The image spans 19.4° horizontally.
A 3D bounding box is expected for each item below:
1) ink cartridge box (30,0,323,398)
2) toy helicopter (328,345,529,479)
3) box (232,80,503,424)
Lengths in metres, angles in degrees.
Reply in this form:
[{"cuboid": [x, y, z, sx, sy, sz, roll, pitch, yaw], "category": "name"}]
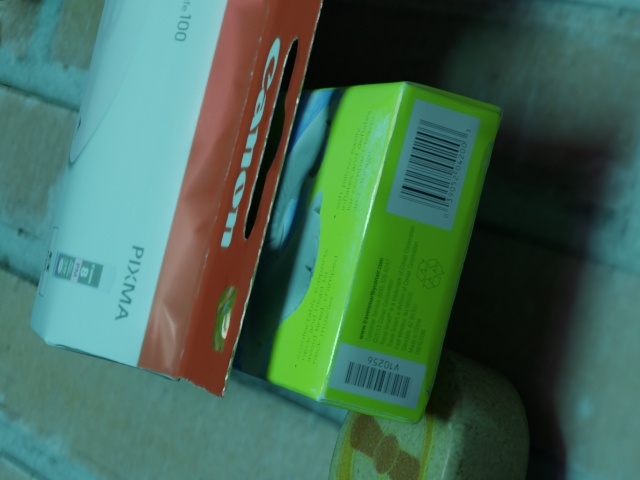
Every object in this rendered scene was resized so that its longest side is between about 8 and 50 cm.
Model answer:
[{"cuboid": [-0.060, -0.043, 0.732, 0.232, 0.066, 0.189, 180, 104, -80], "category": "ink cartridge box"}, {"cuboid": [0.052, 0.162, 0.530, 0.235, 0.140, 0.355, -53, 29, 36], "category": "toy helicopter"}, {"cuboid": [0.000, 0.000, 0.676, 0.178, 0.042, 0.109, -174, 99, -70], "category": "box"}]
